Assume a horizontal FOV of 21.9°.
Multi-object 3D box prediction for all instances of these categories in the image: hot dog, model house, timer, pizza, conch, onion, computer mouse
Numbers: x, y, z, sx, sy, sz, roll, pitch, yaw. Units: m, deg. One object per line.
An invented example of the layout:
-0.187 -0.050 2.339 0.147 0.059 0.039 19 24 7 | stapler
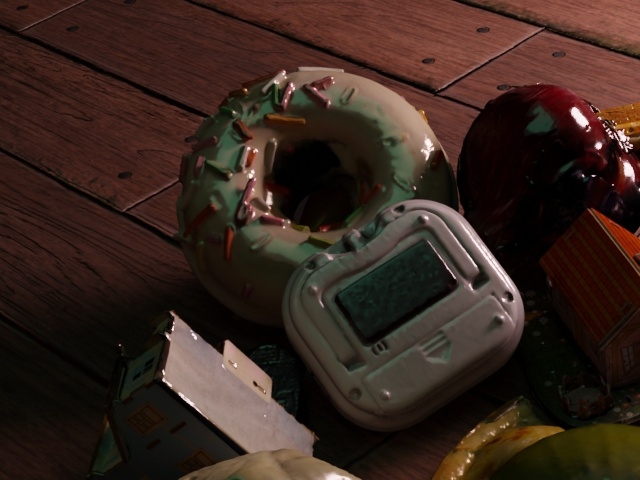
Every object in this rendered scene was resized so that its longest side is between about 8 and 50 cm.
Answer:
0.449 -0.158 2.397 0.236 0.062 0.092 -9 32 5 | hot dog
0.330 0.076 1.980 0.207 0.154 0.294 -13 33 -9 | model house
0.097 0.086 1.967 0.262 0.087 0.237 -33 75 -10 | timer
0.231 0.233 1.831 0.188 0.080 0.204 7 35 23 | pizza
-0.162 0.229 1.845 0.206 0.271 0.178 -37 26 24 | model house
0.000 0.002 2.248 0.109 0.093 0.330 36 71 18 | conch
0.305 -0.075 2.145 0.281 0.281 0.221 -31 24 -30 | onion
-0.062 0.196 1.984 0.099 0.057 0.172 -5 45 3 | computer mouse

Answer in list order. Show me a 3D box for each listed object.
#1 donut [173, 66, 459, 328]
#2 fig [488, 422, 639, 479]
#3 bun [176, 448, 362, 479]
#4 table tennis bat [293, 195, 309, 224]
-0.005 -0.065 2.150 0.383 0.142 0.382 0 64 0 | donut
0.273 0.310 1.539 0.316 0.316 0.316 -6 33 4 | fig
-0.063 0.345 1.602 0.361 0.213 0.361 -6 36 5 | bun
0.046 -0.047 2.364 0.220 0.019 0.130 3 36 21 | table tennis bat
